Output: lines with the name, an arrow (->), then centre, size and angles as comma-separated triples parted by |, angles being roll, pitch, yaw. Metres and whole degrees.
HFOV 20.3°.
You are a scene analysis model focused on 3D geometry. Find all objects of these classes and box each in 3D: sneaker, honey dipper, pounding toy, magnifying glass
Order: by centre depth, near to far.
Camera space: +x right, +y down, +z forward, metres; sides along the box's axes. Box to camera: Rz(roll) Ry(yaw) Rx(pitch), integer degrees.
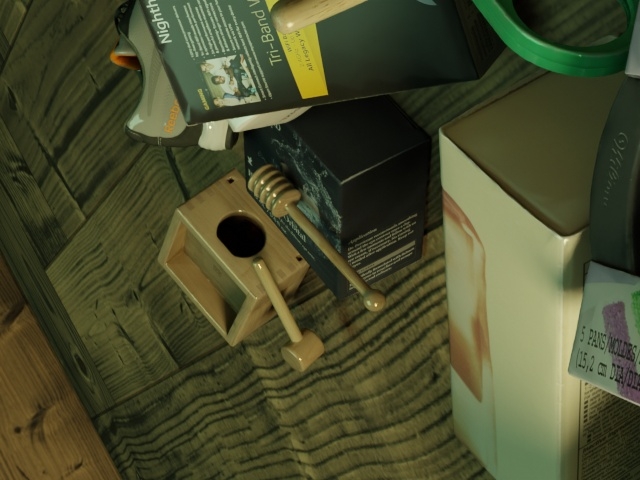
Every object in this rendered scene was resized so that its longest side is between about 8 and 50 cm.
magnifying glass -> 0.100, -0.173, 1.098 | 0.231, 0.092, 0.026 | 32, 145, 20
honey dipper -> 0.000, 0.000, 1.455 | 0.160, 0.030, 0.030 | 47, 156, 23
sneaker -> -0.130, -0.207, 1.531 | 0.100, 0.108, 0.271 | 96, 170, -73
pounding toy -> -0.054, 0.033, 1.813 | 0.206, 0.094, 0.181 | 48, 152, 11

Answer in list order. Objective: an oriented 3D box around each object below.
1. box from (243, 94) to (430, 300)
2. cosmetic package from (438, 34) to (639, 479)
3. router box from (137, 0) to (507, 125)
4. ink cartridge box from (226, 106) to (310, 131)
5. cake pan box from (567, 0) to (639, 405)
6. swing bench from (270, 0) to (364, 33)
box -> 0.010, -0.064, 1.520 | 0.156, 0.093, 0.158 | 49, 155, 32
cosmetic package -> 0.173, 0.036, 1.168 | 0.129, 0.153, 0.296 | 45, 152, 38
router box -> -0.029, -0.244, 1.219 | 0.243, 0.081, 0.309 | -6, 116, 30
ink cartridge box -> -0.045, -0.208, 1.386 | 0.148, 0.086, 0.203 | -35, 81, 33
cake pan box -> 0.240, -0.017, 0.899 | 0.267, 0.070, 0.245 | 24, 104, 60
swing bench -> 0.042, -0.278, 0.986 | 0.165, 0.255, 0.253 | -103, -11, -82
